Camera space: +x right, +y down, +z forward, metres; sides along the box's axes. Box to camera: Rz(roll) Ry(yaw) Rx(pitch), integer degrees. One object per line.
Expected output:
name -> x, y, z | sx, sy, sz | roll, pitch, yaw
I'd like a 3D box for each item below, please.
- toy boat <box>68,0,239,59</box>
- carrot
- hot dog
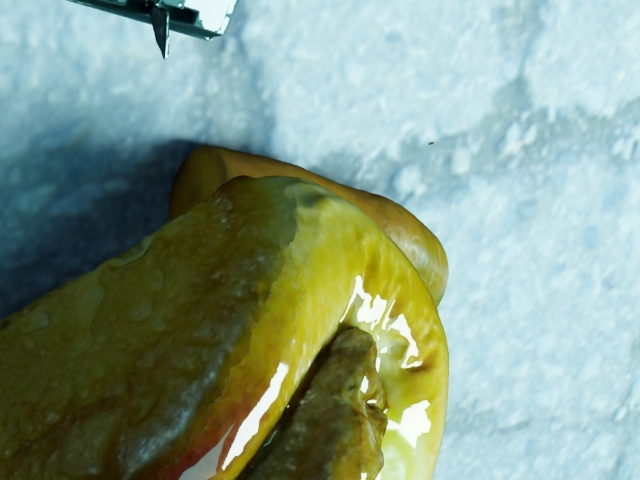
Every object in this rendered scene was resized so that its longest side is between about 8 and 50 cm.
toy boat -> -0.060, -0.218, 0.887 | 0.093, 0.103, 0.246 | 13, 101, -24
carrot -> 0.000, 0.000, 1.080 | 0.193, 0.087, 0.087 | 24, 106, -43
hot dog -> -0.108, 0.152, 0.974 | 0.405, 0.223, 0.185 | -31, 136, 10
